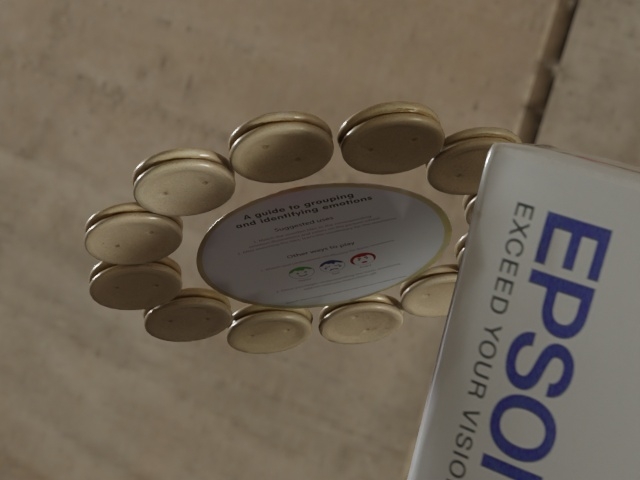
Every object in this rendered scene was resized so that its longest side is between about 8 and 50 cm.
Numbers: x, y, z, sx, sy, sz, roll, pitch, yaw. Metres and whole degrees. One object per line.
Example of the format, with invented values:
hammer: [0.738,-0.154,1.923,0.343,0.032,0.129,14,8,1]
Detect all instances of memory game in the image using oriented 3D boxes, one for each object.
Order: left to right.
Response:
memory game: [0.000,0.000,0.625,0.186,0.012,0.186,-6,-28,-3]

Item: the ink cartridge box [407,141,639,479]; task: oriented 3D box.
ink cartridge box: [0.163,0.166,0.465,0.330,0.324,0.071,18,10,31]
